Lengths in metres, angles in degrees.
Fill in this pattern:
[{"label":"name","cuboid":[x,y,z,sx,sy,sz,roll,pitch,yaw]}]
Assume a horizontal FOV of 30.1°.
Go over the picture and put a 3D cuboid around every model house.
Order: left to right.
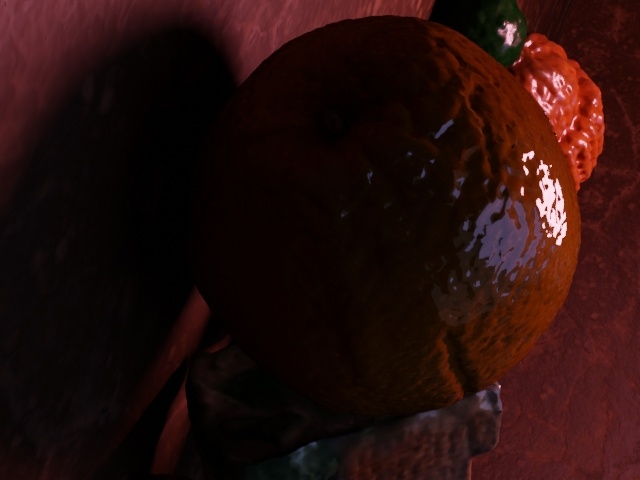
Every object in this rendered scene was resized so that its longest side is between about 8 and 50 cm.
[{"label":"model house","cuboid":[0.022,0.258,1.185,0.194,0.267,0.325,-131,-151,-56]}]

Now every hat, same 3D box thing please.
[{"label":"hat","cuboid":[0.313,-0.253,1.863,0.400,0.285,0.285,80,31,-56]}]

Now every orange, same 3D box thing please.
[{"label":"orange","cuboid":[0.046,-0.018,0.971,0.322,0.322,0.357,-68,159,-13]}]

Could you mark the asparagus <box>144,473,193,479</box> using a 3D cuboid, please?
[{"label":"asparagus","cuboid":[-0.183,0.355,1.160,0.067,0.060,0.278,-11,121,-74]}]
